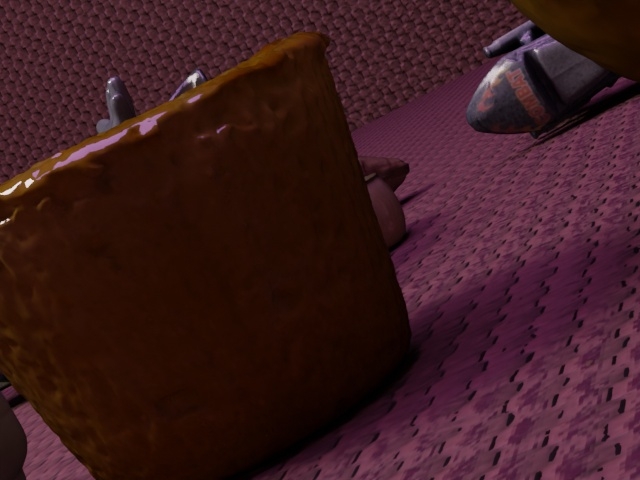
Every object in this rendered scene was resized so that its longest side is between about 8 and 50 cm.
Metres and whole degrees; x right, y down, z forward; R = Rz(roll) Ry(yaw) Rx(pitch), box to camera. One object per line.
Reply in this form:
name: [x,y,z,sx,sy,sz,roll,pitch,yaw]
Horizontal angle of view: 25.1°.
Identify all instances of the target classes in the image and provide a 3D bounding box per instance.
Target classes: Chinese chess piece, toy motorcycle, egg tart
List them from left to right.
egg tart: [-0.059,0.017,0.623,0.202,0.147,0.202,-27,7,4]
Chinese chess piece: [0.000,0.000,0.993,0.122,0.051,0.122,-28,4,2]
toy motorcycle: [0.255,-0.176,1.093,0.307,0.108,0.173,-27,11,28]

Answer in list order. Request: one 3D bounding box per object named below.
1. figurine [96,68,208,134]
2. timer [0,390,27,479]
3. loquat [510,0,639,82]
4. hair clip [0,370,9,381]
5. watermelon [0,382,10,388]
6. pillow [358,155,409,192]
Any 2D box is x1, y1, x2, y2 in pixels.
figurine: [-0.081,0.003,0.828,0.140,0.193,0.265,-7,14,-29]
timer: [-0.264,0.156,0.653,0.262,0.087,0.237,-33,7,-38]
loquat: [0.192,-0.213,0.533,0.328,0.328,0.359,-22,33,47]
hair clip: [-0.259,0.080,1.184,0.137,0.090,0.278,3,-12,-32]
watermelon: [-0.365,0.110,1.449,0.137,0.193,0.145,17,-4,-14]
pillow: [-0.072,-0.016,1.176,0.236,0.084,0.223,-18,-3,32]
